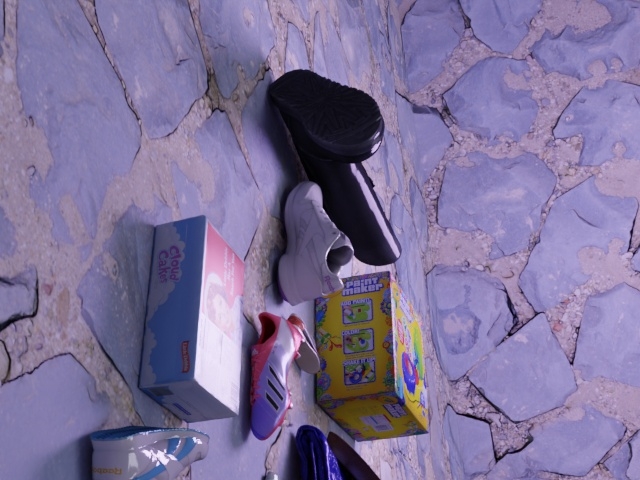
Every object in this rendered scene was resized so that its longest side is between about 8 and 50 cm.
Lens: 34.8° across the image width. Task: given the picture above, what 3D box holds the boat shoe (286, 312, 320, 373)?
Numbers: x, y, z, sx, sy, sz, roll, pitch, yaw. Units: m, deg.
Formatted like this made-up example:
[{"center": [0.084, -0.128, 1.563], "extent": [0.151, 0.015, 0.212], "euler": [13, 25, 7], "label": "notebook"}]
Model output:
[{"center": [-0.034, 0.205, 2.020], "extent": [0.043, 0.049, 0.137], "euler": [-79, 149, -54], "label": "boat shoe"}]

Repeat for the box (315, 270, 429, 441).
[{"center": [0.114, 0.261, 2.251], "extent": [0.290, 0.177, 0.279], "euler": [53, 30, -57], "label": "box"}]

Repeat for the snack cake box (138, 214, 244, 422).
[{"center": [-0.184, 0.116, 1.504], "extent": [0.152, 0.089, 0.264], "euler": [53, 31, -53], "label": "snack cake box"}]

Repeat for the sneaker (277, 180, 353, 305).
[{"center": [0.000, 0.000, 2.061], "extent": [0.114, 0.152, 0.305], "euler": [59, 25, -45], "label": "sneaker"}]

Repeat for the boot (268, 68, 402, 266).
[{"center": [0.071, -0.111, 2.153], "extent": [0.367, 0.146, 0.445], "euler": [48, -18, 52], "label": "boot"}]

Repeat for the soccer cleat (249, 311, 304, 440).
[{"center": [-0.094, 0.235, 1.784], "extent": [0.095, 0.083, 0.248], "euler": [38, 42, -22], "label": "soccer cleat"}]

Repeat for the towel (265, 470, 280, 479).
[{"center": [-0.068, 0.593, 1.711], "extent": [0.325, 0.038, 0.248], "euler": [-77, 151, -52], "label": "towel"}]

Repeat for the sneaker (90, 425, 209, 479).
[{"center": [-0.220, 0.287, 1.318], "extent": [0.228, 0.087, 0.092], "euler": [14, 75, -64], "label": "sneaker"}]

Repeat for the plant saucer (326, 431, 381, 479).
[{"center": [0.072, 0.475, 2.080], "extent": [0.198, 0.036, 0.198], "euler": [45, -15, 16], "label": "plant saucer"}]

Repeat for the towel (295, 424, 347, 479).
[{"center": [0.035, 0.520, 1.967], "extent": [0.308, 0.076, 0.228], "euler": [66, 14, -45], "label": "towel"}]
